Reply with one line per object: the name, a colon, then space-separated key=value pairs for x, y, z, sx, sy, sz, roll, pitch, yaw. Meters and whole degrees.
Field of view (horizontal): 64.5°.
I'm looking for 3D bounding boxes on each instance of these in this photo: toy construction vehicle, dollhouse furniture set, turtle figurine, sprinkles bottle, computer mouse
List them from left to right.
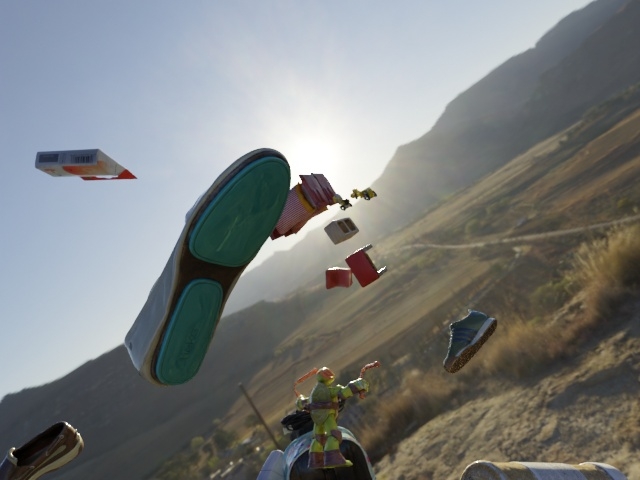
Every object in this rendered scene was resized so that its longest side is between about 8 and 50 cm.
computer mouse: x=-0.017 y=0.518 z=1.380 sx=0.189 sy=0.072 sz=0.272 roll=-18 pitch=-32 yaw=-20
dollhouse furniture set: x=0.000 y=0.000 z=1.512 sx=0.201 sy=0.374 sz=0.152 roll=-36 pitch=-7 yaw=28
turtle figurine: x=0.019 y=0.358 z=1.066 sx=0.087 sy=0.217 sz=0.270 roll=22 pitch=-36 yaw=-40
toy construction vehicle: x=0.079 y=-0.109 z=1.231 sx=0.086 sy=0.035 sz=0.098 roll=-28 pitch=18 yaw=-9
sprinkles bottle: x=0.421 y=0.468 z=0.927 sx=0.356 sy=0.121 sz=0.121 roll=15 pitch=-29 yaw=-27

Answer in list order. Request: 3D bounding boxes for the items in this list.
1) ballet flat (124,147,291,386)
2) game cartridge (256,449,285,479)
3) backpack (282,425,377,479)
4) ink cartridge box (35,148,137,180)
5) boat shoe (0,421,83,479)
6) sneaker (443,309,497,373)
ballet flat: x=-0.114 y=0.017 z=0.485 sx=0.248 sy=0.086 sz=0.086 roll=-61 pitch=-2 yaw=2
game cartridge: x=-0.103 y=0.710 z=1.294 sx=0.062 sy=0.198 sz=0.297 roll=-18 pitch=40 yaw=35
backpack: x=0.022 y=0.592 z=1.247 sx=0.225 sy=0.253 sz=0.191 roll=-19 pitch=6 yaw=-11
ink cartridge box: x=-0.525 y=-0.153 z=1.152 sx=0.146 sy=0.045 sz=0.179 roll=-1 pitch=-16 yaw=7
boat shoe: x=-0.653 y=0.483 z=1.087 sx=0.095 sy=0.095 sz=0.257 roll=23 pitch=44 yaw=37
sneaker: x=0.358 y=0.250 z=1.289 sx=0.192 sy=0.064 sz=0.086 roll=-40 pitch=45 yaw=-20
